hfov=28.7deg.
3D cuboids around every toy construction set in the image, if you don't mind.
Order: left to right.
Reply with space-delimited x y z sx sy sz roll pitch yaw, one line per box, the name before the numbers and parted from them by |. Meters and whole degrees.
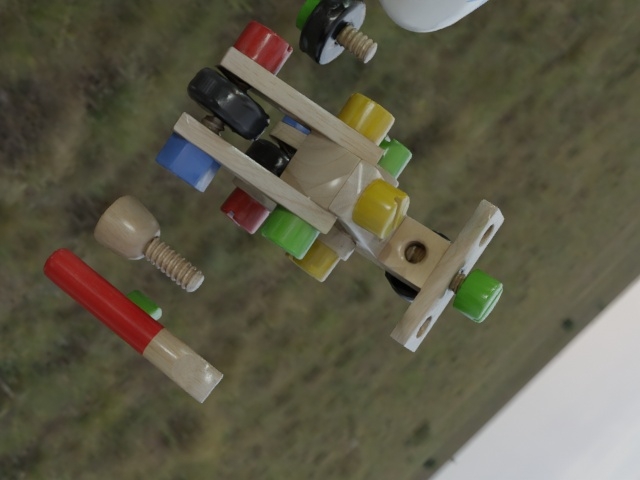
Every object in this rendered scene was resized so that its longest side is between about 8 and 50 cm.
toy construction set | 0.000 0.000 0.878 0.309 0.237 0.257 -45 167 -27

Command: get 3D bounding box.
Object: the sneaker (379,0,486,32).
sneaker | 0.098 -0.186 0.656 0.237 0.085 0.086 -41 -172 46
